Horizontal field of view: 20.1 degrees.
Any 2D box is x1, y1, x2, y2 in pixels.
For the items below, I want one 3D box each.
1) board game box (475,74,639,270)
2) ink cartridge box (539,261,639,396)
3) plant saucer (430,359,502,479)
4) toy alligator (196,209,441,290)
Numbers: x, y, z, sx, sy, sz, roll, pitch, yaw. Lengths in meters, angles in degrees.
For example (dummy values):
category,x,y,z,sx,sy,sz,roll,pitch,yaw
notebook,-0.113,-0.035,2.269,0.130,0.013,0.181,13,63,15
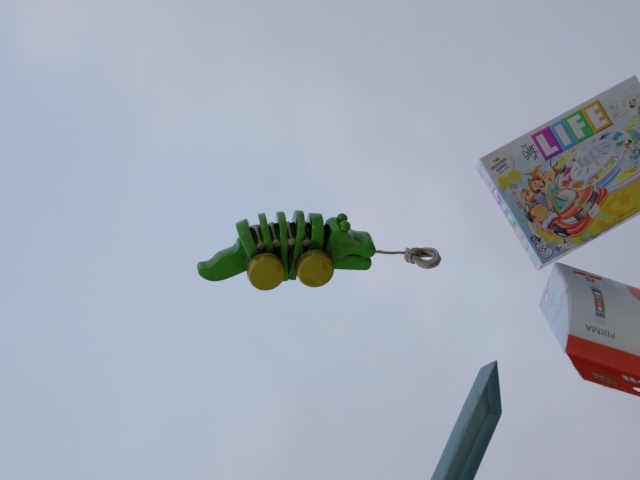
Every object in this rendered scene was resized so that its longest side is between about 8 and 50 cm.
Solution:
category,x,y,z,sx,sy,sz,roll,pitch,yaw
board game box,0.221,-0.057,1.501,0.103,0.154,0.026,60,171,11
ink cartridge box,0.241,0.075,1.301,0.179,0.145,0.045,-106,34,-77
plant saucer,0.134,0.191,1.669,0.192,0.018,0.067,-59,-33,-51
toy alligator,0.000,0.000,1.377,0.056,0.190,0.051,-107,15,-58
